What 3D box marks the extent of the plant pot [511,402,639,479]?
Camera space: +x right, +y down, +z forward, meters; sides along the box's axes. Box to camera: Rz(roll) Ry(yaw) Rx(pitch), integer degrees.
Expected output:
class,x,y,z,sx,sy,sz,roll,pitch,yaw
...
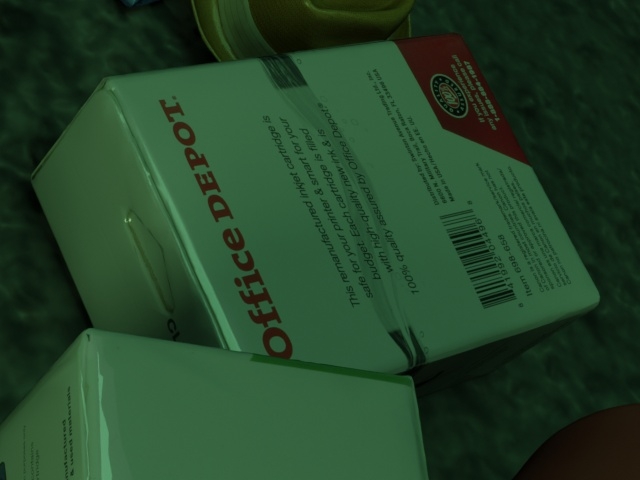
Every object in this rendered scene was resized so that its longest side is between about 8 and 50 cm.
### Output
class,x,y,z,sx,sy,sz,roll,pitch,yaw
plant pot,0.161,0.226,0.716,0.275,0.275,0.243,41,34,-3

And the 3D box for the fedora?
class,x,y,z,sx,sy,sz,roll,pitch,yaw
fedora,0.005,-0.168,0.977,0.194,0.079,0.194,15,64,-33

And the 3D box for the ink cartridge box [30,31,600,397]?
class,x,y,z,sx,sy,sz,roll,pitch,yaw
ink cartridge box,0.000,0.000,0.843,0.272,0.114,0.197,-13,70,-41

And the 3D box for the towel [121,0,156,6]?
class,x,y,z,sx,sy,sz,roll,pitch,yaw
towel,-0.134,-0.296,1.026,0.209,0.034,0.285,-25,76,-43

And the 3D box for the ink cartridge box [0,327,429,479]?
class,x,y,z,sx,sy,sz,roll,pitch,yaw
ink cartridge box,-0.073,0.131,0.632,0.154,0.212,0.093,11,57,-30
